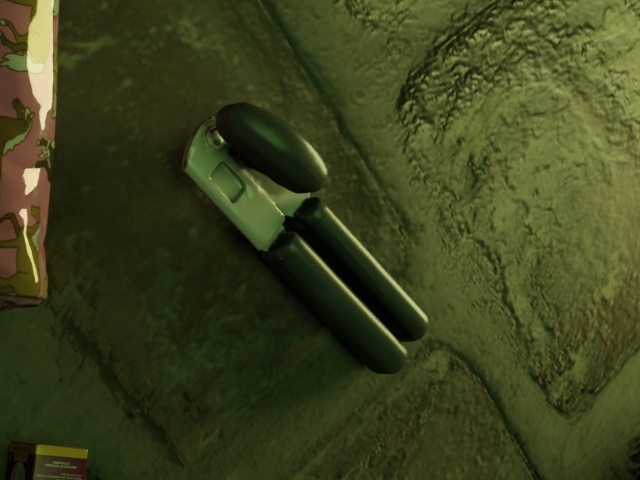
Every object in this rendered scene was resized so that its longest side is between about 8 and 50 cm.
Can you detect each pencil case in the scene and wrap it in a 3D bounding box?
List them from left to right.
[{"bbox_3d":[-0.267,-0.130,1.002,0.160,0.167,0.386,2,85,-35],"label":"pencil case"}]

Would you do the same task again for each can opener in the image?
[{"bbox_3d":[0.000,0.000,1.222,0.283,0.095,0.076,47,62,-22],"label":"can opener"}]

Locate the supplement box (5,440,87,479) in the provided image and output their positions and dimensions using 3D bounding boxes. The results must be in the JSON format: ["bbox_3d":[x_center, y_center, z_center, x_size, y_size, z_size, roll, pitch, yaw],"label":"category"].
[{"bbox_3d":[-0.205,0.191,1.084,0.043,0.055,0.083,11,79,-33],"label":"supplement box"}]

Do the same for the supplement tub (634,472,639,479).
[{"bbox_3d":[0.409,0.262,1.419,0.338,0.207,0.207,-48,112,-28],"label":"supplement tub"}]
